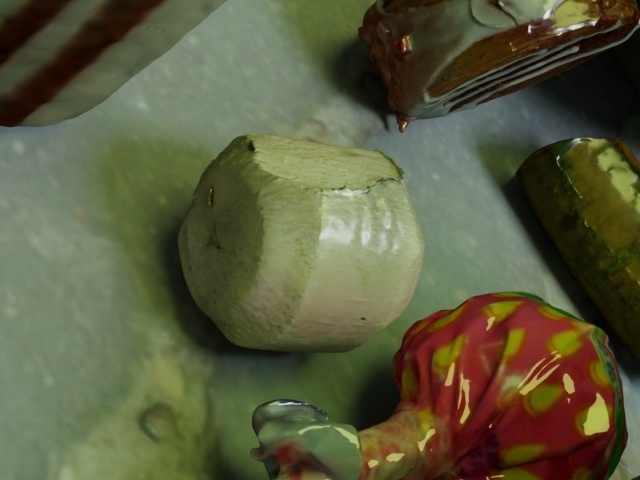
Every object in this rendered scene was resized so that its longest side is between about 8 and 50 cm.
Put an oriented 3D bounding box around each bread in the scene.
[{"bbox_3d":[0.103,-0.125,0.942,0.160,0.160,0.073,-20,87,-49],"label":"bread"}]

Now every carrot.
[{"bbox_3d":[0.194,0.009,0.996,0.082,0.082,0.173,-29,86,-49],"label":"carrot"}]

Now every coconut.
[{"bbox_3d":[0.000,0.000,0.793,0.124,0.110,0.110,1,63,-40],"label":"coconut"}]

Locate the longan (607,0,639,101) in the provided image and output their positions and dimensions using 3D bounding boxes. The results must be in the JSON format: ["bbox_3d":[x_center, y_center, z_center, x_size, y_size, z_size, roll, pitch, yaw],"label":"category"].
[{"bbox_3d":[0.348,-0.238,1.044,0.404,0.404,0.436,34,22,-23],"label":"longan"}]

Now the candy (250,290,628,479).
[{"bbox_3d":[-0.002,0.111,0.742,0.365,0.124,0.124,-15,74,-36],"label":"candy"}]

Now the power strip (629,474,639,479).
[{"bbox_3d":[0.215,0.166,0.724,0.357,0.357,0.161,-16,76,-48],"label":"power strip"}]

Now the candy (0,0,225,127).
[{"bbox_3d":[-0.143,-0.222,0.756,0.135,0.179,0.321,5,60,-41],"label":"candy"}]
